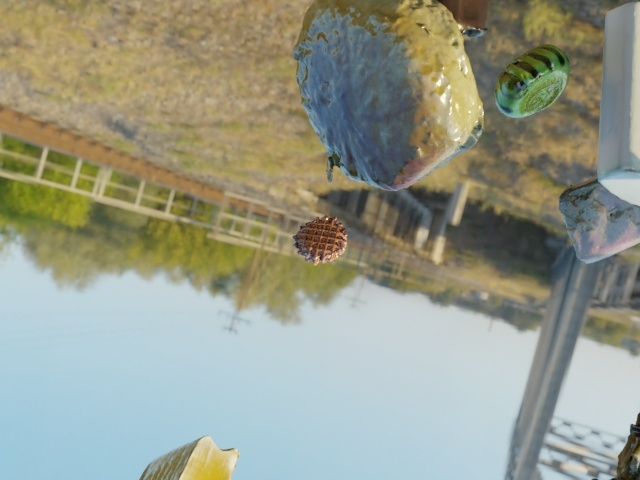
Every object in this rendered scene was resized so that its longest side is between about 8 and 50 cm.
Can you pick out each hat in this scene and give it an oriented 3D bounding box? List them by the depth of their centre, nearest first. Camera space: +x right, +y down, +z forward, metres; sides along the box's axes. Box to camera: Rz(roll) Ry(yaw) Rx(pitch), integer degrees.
[{"bbox_3d":[0.182,-0.465,1.826,0.238,0.208,0.336,11,-157,35],"label":"hat"}]

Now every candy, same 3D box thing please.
[{"bbox_3d":[0.515,-0.059,1.686,0.195,0.137,0.185,-25,178,22],"label":"candy"}]

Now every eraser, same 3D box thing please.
[{"bbox_3d":[0.516,-0.202,1.520,0.189,0.289,0.104,15,163,-26],"label":"eraser"}]

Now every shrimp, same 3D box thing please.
[{"bbox_3d":[0.374,0.258,1.155,0.117,0.261,0.066,22,168,-42],"label":"shrimp"}]

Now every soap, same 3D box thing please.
[{"bbox_3d":[-0.234,0.417,1.572,0.089,0.173,0.274,33,149,-13],"label":"soap"}]

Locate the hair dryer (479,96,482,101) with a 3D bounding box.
[{"bbox_3d":[0.237,-0.257,1.643,0.083,0.026,0.047,56,170,-24],"label":"hair dryer"}]

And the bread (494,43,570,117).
[{"bbox_3d":[0.334,-0.253,1.562,0.071,0.139,0.130,52,163,21],"label":"bread"}]

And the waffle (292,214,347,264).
[{"bbox_3d":[0.000,0.000,1.492,0.075,0.083,0.029,58,165,30],"label":"waffle"}]

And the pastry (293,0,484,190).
[{"bbox_3d":[0.082,-0.221,1.375,0.136,0.329,0.330,-30,-155,-29],"label":"pastry"}]
